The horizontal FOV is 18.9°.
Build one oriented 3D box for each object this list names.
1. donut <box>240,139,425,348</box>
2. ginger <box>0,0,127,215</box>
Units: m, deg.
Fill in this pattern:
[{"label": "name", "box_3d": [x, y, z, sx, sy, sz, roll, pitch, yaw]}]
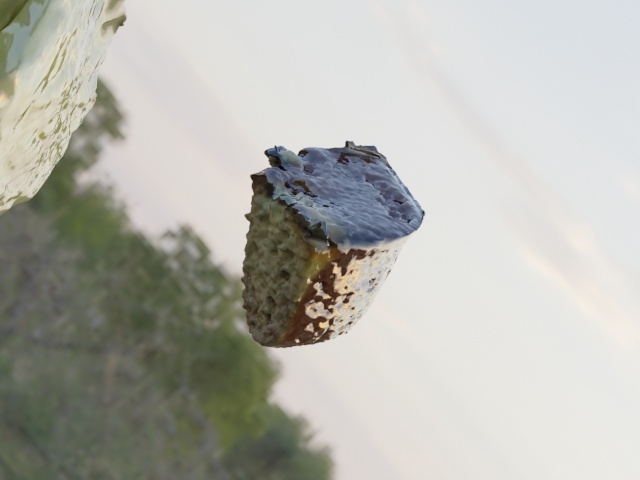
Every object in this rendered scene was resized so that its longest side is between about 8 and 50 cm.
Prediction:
[{"label": "donut", "box_3d": [0.006, 0.006, 1.426, 0.144, 0.126, 0.186, 12, 27, -26]}, {"label": "ginger", "box_3d": [-0.148, -0.065, 0.736, 0.122, 0.115, 0.193, 16, -15, 3]}]
